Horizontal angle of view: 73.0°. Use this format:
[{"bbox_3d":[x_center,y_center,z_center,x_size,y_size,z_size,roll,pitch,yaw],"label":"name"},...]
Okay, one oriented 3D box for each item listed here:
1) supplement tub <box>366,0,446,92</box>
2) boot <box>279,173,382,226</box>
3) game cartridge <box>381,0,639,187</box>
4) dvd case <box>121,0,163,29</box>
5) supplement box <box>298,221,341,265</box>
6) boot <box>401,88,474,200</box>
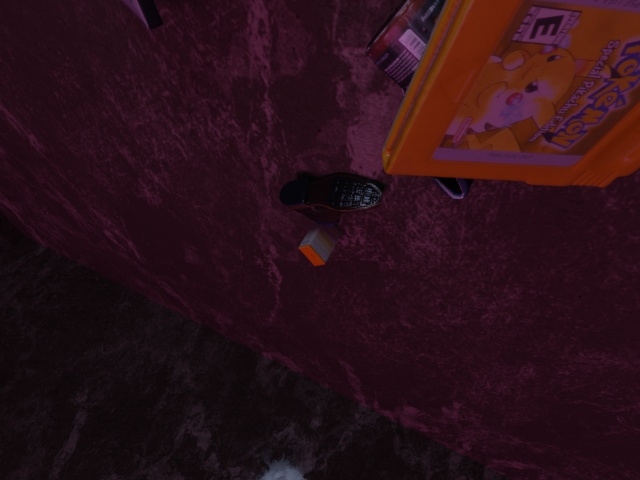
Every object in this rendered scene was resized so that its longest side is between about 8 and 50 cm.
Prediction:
[{"bbox_3d":[0.160,-0.209,0.535,0.198,0.106,0.106,38,148,-13],"label":"supplement tub"},{"bbox_3d":[0.034,-0.078,0.882,0.219,0.082,0.106,6,163,28],"label":"boot"},{"bbox_3d":[0.256,-0.157,0.433,0.324,0.052,0.285,3,149,-9],"label":"game cartridge"},{"bbox_3d":[-0.303,-0.441,0.596,0.179,0.030,0.238,49,163,36],"label":"dvd case"},{"bbox_3d":[0.000,0.000,0.971,0.036,0.098,0.062,-13,126,45],"label":"supplement box"},{"bbox_3d":[0.172,-0.150,0.624,0.190,0.086,0.069,45,146,-22],"label":"boot"}]
